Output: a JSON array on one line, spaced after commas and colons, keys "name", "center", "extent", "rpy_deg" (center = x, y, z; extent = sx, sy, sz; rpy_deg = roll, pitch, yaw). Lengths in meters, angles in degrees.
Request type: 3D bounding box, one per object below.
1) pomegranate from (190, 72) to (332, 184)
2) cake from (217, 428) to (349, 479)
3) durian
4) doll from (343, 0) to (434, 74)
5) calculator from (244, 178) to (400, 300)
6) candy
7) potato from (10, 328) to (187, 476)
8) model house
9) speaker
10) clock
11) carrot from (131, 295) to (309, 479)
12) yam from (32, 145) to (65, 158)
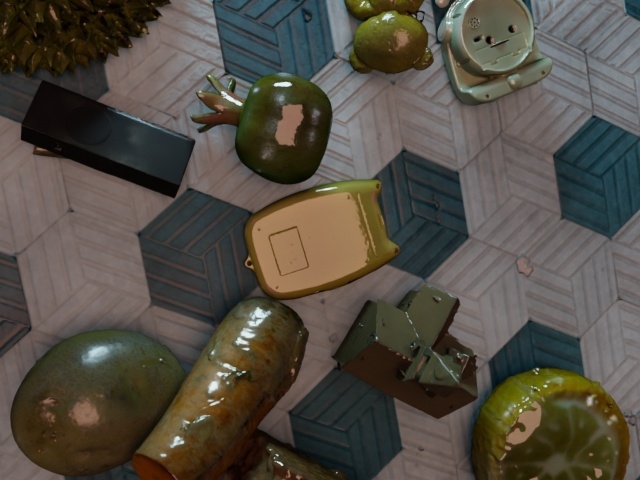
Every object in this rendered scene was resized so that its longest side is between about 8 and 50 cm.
[{"name": "pomegranate", "center": [-0.079, -0.163, 1.098], "extent": [0.191, 0.131, 0.152], "rpy_deg": [15, 96, 8]}, {"name": "cake", "center": [-0.059, 0.436, 1.067], "extent": [0.282, 0.255, 0.290], "rpy_deg": [35, 80, -13]}, {"name": "durian", "center": [-0.352, -0.336, 1.043], "extent": [0.394, 0.163, 0.198], "rpy_deg": [-19, 59, -16]}, {"name": "doll", "center": [0.103, -0.343, 1.147], "extent": [0.137, 0.097, 0.210], "rpy_deg": [-2, 86, 24]}, {"name": "calculator", "center": [0.000, 0.000, 1.168], "extent": [0.236, 0.033, 0.157], "rpy_deg": [-19, 99, -10]}, {"name": "candy", "center": [0.362, 0.329, 1.242], "extent": [0.259, 0.118, 0.260], "rpy_deg": [-2, 100, -14]}, {"name": "potato", "center": [-0.292, 0.213, 1.050], "extent": [0.235, 0.160, 0.178], "rpy_deg": [-7, 119, -31]}, {"name": "model house", "center": [0.154, 0.158, 1.106], "extent": [0.180, 0.248, 0.176], "rpy_deg": [30, 86, -15]}, {"name": "speaker", "center": [-0.285, -0.137, 1.068], "extent": [0.218, 0.044, 0.082], "rpy_deg": [22, 62, -14]}, {"name": "clock", "center": [0.256, -0.312, 1.197], "extent": [0.151, 0.062, 0.191], "rpy_deg": [-24, 98, -12]}, {"name": "carrot", "center": [-0.127, 0.207, 1.055], "extent": [0.139, 0.138, 0.302], "rpy_deg": [49, 54, -12]}, {"name": "yam", "center": [-0.335, -0.120, 1.082], "extent": [0.116, 0.021, 0.021], "rpy_deg": [5, 92, -16]}]
